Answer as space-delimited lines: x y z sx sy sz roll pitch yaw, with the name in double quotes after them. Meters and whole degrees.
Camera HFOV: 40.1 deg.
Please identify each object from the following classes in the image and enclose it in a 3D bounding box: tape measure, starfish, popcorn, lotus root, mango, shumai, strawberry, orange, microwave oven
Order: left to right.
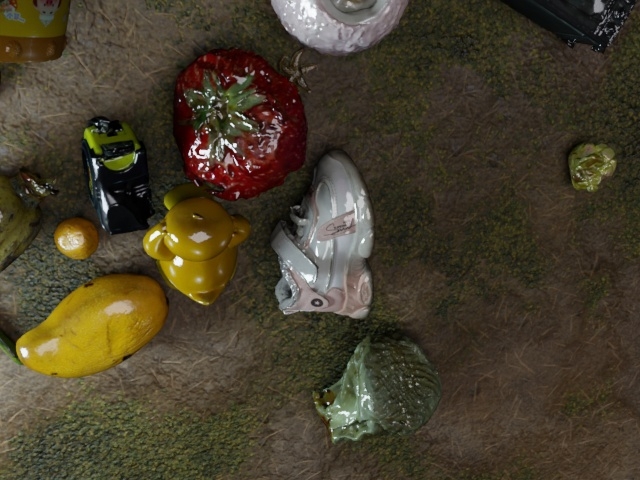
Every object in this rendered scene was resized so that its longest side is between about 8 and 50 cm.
-0.580 -0.042 1.571 0.278 0.154 0.154 -44 114 4 "lotus root"
-0.458 -0.005 1.654 0.083 0.070 0.083 0 105 1 "orange"
-0.434 0.165 1.698 0.294 0.120 0.177 -26 121 -3 "mango"
-0.365 -0.129 1.572 0.112 0.186 0.199 -11 127 -22 "tape measure"
-0.137 -0.208 1.599 0.274 0.220 0.274 3 99 22 "strawberry"
-0.044 -0.324 1.674 0.078 0.028 0.091 8 104 -24 "starfish"
0.118 0.318 1.900 0.260 0.222 0.225 -16 86 -41 "shumai"
0.463 -0.494 1.663 0.247 0.188 0.178 25 102 -22 "microwave oven"
0.570 -0.157 1.864 0.097 0.109 0.089 43 66 10 "popcorn"

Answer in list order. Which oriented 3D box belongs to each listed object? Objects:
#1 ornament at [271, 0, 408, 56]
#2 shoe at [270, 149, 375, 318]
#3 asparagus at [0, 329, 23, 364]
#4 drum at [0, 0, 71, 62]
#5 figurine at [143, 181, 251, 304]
0.029 -0.458 1.538 0.259 0.225 0.260 -5 110 -14 "ornament"
0.001 0.000 1.726 0.198 0.172 0.351 -7 109 -9 "shoe"
-0.641 0.150 1.683 0.034 0.027 0.236 -32 114 -8 "asparagus"
-0.573 -0.410 1.288 0.431 0.431 0.214 8 108 -18 "drum"
-0.227 0.007 1.637 0.215 0.215 0.228 -11 125 -11 "figurine"
